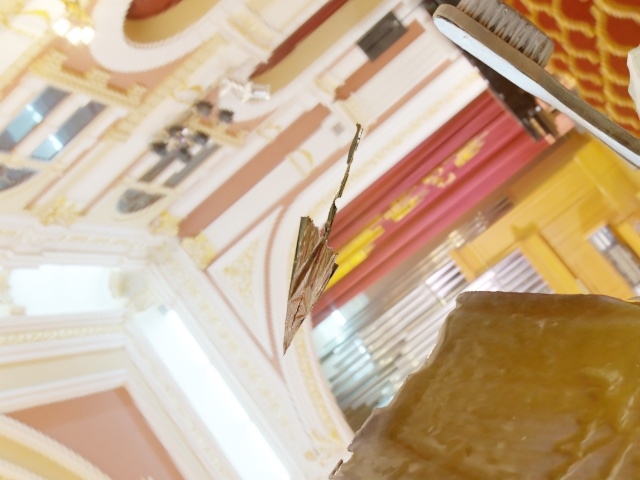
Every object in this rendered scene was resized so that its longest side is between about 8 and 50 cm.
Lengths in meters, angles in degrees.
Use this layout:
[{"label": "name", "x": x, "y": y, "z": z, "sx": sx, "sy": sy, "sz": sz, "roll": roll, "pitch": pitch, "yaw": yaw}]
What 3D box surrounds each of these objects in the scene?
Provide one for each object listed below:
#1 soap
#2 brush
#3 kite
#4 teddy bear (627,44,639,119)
[{"label": "soap", "x": 0.125, "y": 0.085, "z": 0.325, "sx": 0.135, "sy": 0.233, "sz": 0.076, "roll": -48, "pitch": -61, "yaw": -37}, {"label": "brush", "x": 0.277, "y": -0.184, "z": 1.020, "sx": 0.327, "sy": 0.065, "sz": 0.070, "roll": 36, "pitch": 180, "yaw": -2}, {"label": "kite", "x": 0.001, "y": 0.000, "z": 0.897, "sx": 0.012, "sy": 0.250, "sz": 0.229, "roll": 19, "pitch": 174, "yaw": 12}, {"label": "teddy bear", "x": 0.546, "y": -0.067, "z": 0.911, "sx": 0.327, "sy": 0.362, "sz": 0.376, "roll": -84, "pitch": -23, "yaw": -72}]
